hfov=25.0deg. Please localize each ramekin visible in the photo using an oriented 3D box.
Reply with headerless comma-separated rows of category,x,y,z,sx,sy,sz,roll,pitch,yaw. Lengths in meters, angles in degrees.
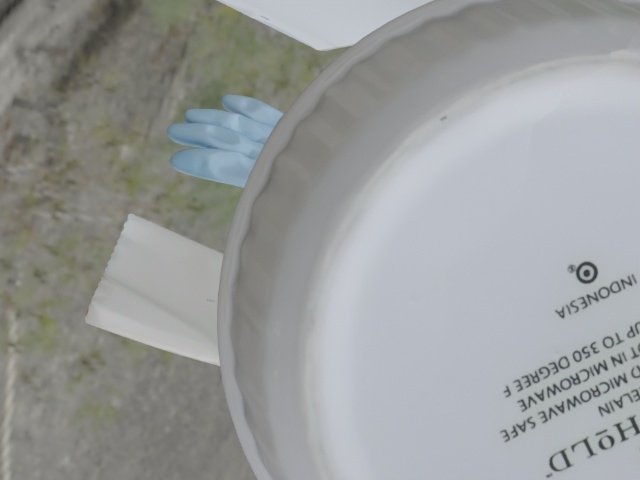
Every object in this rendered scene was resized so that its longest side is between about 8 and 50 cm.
ramekin,0.094,0.036,0.537,0.127,0.273,0.273,-118,-136,-84

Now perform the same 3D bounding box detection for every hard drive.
hard drive,0.038,-0.251,1.360,0.203,0.307,0.040,21,74,-39

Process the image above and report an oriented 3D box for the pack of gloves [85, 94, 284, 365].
pack of gloves,0.000,0.000,0.879,0.046,0.232,0.195,114,-6,-56
